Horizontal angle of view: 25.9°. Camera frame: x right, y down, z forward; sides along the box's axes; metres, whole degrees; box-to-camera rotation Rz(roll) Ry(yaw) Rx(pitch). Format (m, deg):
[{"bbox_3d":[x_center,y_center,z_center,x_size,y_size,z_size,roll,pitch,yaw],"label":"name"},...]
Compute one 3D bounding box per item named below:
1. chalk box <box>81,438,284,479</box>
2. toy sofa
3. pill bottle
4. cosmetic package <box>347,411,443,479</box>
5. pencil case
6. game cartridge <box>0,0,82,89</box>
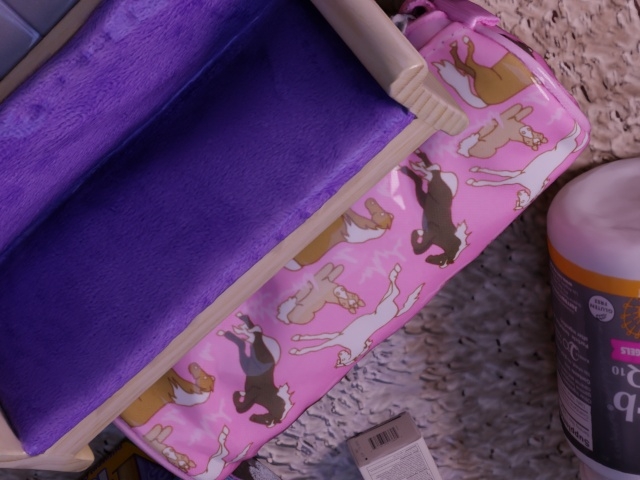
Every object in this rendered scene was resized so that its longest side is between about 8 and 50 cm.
[{"bbox_3d":[-0.088,0.291,1.007,0.179,0.289,0.180,-42,118,9],"label":"chalk box"},{"bbox_3d":[-0.106,-0.026,0.823,0.362,0.150,0.177,-42,156,12],"label":"toy sofa"},{"bbox_3d":[0.260,0.088,1.067,0.162,0.162,0.278,-14,119,-7],"label":"pill bottle"},{"bbox_3d":[0.072,0.203,1.146,0.060,0.041,0.115,-25,120,-2],"label":"cosmetic package"},{"bbox_3d":[0.000,0.000,0.958,0.167,0.160,0.386,45,101,1],"label":"pencil case"},{"bbox_3d":[-0.257,-0.259,0.761,0.355,0.068,0.230,43,111,-12],"label":"game cartridge"}]
